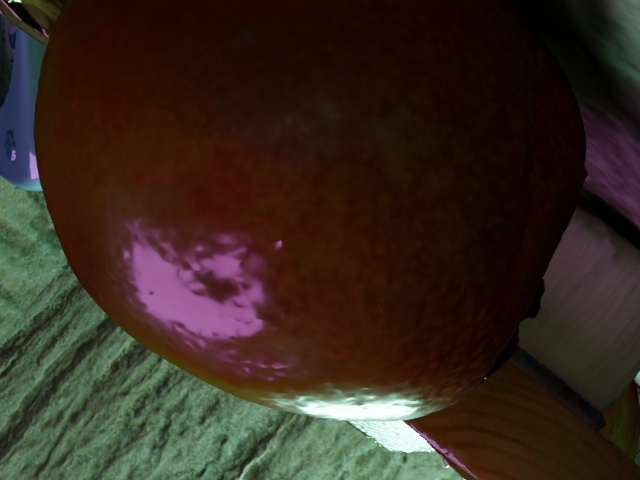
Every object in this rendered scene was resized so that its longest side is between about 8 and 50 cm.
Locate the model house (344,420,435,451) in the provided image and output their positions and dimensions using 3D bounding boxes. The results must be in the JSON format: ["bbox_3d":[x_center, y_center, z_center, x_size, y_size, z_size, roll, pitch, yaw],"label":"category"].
[{"bbox_3d":[0.106,0.115,1.356,0.271,0.206,0.178,37,175,40],"label":"model house"}]

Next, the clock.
[{"bbox_3d":[-0.213,-0.182,1.049,0.094,0.274,0.223,-3,-162,-28],"label":"clock"}]

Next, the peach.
[{"bbox_3d":[-0.004,-0.032,0.572,0.231,0.231,0.231,40,177,3],"label":"peach"}]

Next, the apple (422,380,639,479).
[{"bbox_3d":[0.146,0.099,1.081,0.293,0.163,0.251,50,-177,-44],"label":"apple"}]

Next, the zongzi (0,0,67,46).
[{"bbox_3d":[-0.112,-0.166,0.879,0.288,0.134,0.286,33,-172,-40],"label":"zongzi"}]

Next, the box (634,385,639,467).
[{"bbox_3d":[0.302,0.231,1.382,0.033,0.129,0.247,39,176,36],"label":"box"}]

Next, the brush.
[{"bbox_3d":[0.152,0.090,0.862,0.266,0.166,0.174,42,175,-35],"label":"brush"}]
